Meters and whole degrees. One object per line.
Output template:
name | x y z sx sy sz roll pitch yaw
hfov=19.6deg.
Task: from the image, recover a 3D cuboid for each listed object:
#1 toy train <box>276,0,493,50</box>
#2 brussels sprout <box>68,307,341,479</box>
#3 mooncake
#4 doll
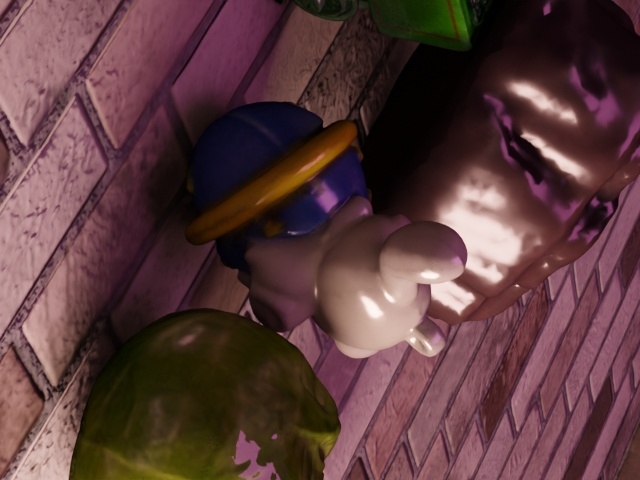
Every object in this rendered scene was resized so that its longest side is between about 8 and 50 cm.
toy train | 0.051 -0.265 1.513 0.132 0.188 0.243 -65 154 -23
brussels sprout | -0.090 0.165 1.460 0.244 0.244 0.244 -45 143 -49
mooncake | 0.172 -0.100 1.714 0.350 0.212 0.381 -48 -170 23
doll | -0.003 0.000 1.463 0.160 0.311 0.242 -24 94 -21
